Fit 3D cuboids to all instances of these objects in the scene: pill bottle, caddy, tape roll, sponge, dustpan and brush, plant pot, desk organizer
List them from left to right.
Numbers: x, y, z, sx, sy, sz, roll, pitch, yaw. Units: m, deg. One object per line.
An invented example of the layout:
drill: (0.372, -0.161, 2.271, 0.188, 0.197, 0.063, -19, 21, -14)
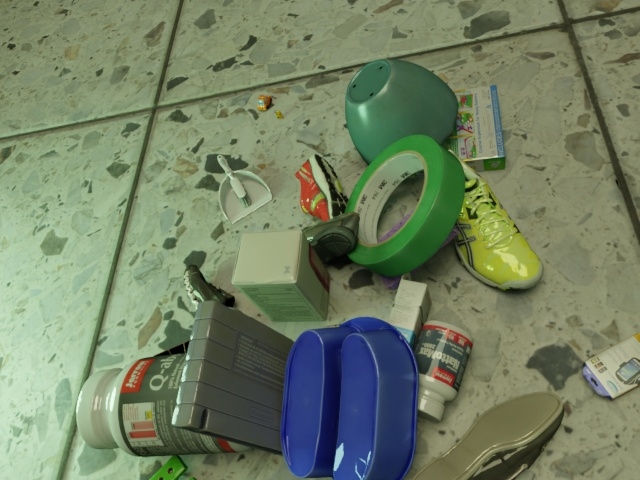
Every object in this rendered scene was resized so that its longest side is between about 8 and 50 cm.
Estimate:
pill bottle: (-0.317, 0.353, 1.105, 0.362, 0.210, 0.210, -9, 58, 13)
desk organizer: (-0.337, 0.283, 1.249, 0.130, 0.050, 0.047, -24, 56, 4)
dustpan and brush: (-0.247, -0.168, 1.479, 0.147, 0.060, 0.211, -32, 56, -2)
caddy: (0.065, 0.318, 0.998, 0.241, 0.179, 0.342, -3, 78, 37)
plant pot: (0.175, -0.345, 1.306, 0.290, 0.195, 0.290, -23, 50, 31)
tape roll: (0.177, -0.080, 1.158, 0.321, 0.077, 0.321, -39, 36, 36)
sponge: (0.210, 0.005, 1.189, 0.210, 0.031, 0.117, -45, 51, 23)
pill bottle: (0.233, 0.264, 1.035, 0.107, 0.108, 0.180, 14, 66, 25)

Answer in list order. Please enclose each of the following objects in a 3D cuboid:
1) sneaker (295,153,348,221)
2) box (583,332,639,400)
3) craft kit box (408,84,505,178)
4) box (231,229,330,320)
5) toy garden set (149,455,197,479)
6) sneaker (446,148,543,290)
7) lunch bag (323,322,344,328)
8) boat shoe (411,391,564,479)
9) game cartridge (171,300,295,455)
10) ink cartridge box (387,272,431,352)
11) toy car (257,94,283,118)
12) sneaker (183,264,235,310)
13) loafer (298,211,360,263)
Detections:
sneaker: (0.007, -0.092, 1.342, 0.118, 0.107, 0.279, -36, 57, 28)
box: (0.576, 0.245, 0.980, 0.136, 0.028, 0.081, -29, 56, 3)
craft kit box: (0.350, -0.288, 1.356, 0.246, 0.061, 0.250, -2, 60, 14)
box: (-0.081, 0.087, 1.168, 0.148, 0.232, 0.127, -3, 61, 17)
toy garden set: (-0.298, 0.608, 1.048, 0.204, 0.049, 0.244, -45, 58, -12)
sneaker: (0.349, -0.048, 1.157, 0.145, 0.147, 0.385, -31, 57, -3)
lunch bag: (0.045, 0.212, 1.143, 0.071, 0.083, 0.053, -12, 58, 13)
boat shoe: (0.315, 0.406, 0.947, 0.335, 0.096, 0.112, -33, 20, -7)
game cartridge: (-0.127, 0.280, 1.001, 0.068, 0.355, 0.230, -17, 54, 27)
ink cartridge box: (0.196, 0.156, 1.112, 0.060, 0.104, 0.180, 11, 65, 24)
toy car: (-0.154, -0.432, 1.617, 0.122, 0.040, 0.060, 29, 73, 30)
sneaker: (-0.271, 0.149, 1.294, 0.106, 0.078, 0.234, -27, 60, -2)
loafer: (0.000, 0.000, 1.238, 0.267, 0.096, 0.084, -18, 36, 49)
